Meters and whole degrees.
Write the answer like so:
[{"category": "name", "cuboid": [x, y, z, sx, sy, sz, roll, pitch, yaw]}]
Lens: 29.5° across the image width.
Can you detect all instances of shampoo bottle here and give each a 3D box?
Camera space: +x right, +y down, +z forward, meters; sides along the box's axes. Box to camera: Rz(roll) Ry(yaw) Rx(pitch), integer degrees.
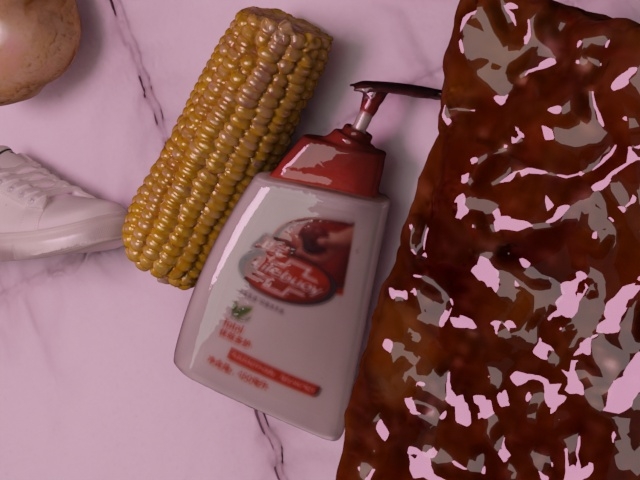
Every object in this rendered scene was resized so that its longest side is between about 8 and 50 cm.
[{"category": "shampoo bottle", "cuboid": [0.000, 0.000, 0.937, 0.153, 0.071, 0.284, 23, 104, 1]}]

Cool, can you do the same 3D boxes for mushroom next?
[{"category": "mushroom", "cuboid": [-0.285, -0.191, 1.093, 0.148, 0.112, 0.148, 3, 96, 30]}]

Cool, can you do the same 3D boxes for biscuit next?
[{"category": "biscuit", "cuboid": [0.207, 0.062, 0.765, 0.343, 0.166, 0.395, 23, 107, 27]}]

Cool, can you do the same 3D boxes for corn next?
[{"category": "corn", "cuboid": [-0.077, -0.075, 0.979, 0.093, 0.093, 0.244, 40, 109, 24]}]

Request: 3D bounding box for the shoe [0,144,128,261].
[{"category": "shoe", "cuboid": [-0.280, -0.035, 1.112, 0.265, 0.095, 0.110, -6, 90, 35]}]
